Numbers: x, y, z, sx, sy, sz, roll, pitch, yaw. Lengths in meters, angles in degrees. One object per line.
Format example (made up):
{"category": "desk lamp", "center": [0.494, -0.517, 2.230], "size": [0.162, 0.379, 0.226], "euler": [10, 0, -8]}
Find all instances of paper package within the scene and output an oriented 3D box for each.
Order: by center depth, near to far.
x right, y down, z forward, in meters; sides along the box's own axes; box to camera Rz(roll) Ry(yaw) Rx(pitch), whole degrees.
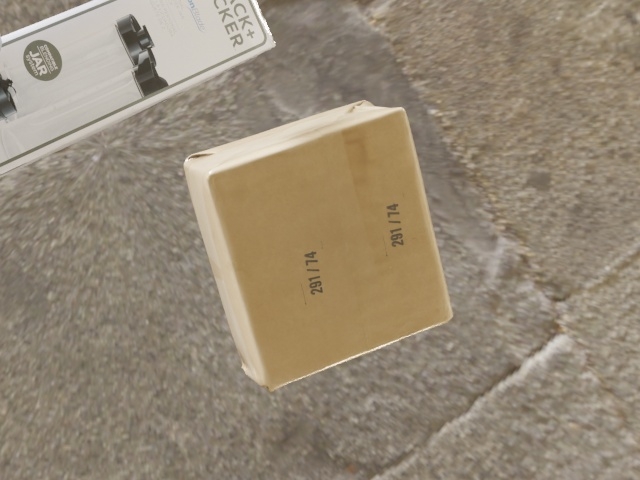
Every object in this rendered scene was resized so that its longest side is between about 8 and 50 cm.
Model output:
{"category": "paper package", "center": [0.000, 0.000, 1.573], "size": [0.309, 0.168, 0.325], "euler": [-19, 105, -13]}

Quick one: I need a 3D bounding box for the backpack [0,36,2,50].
{"category": "backpack", "center": [-0.244, -0.100, 0.346], "size": [0.191, 0.225, 0.253], "euler": [-35, 89, 14]}

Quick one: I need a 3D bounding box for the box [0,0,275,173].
{"category": "box", "center": [-0.198, -0.122, 0.875], "size": [0.290, 0.169, 0.087], "euler": [-31, 100, -29]}
